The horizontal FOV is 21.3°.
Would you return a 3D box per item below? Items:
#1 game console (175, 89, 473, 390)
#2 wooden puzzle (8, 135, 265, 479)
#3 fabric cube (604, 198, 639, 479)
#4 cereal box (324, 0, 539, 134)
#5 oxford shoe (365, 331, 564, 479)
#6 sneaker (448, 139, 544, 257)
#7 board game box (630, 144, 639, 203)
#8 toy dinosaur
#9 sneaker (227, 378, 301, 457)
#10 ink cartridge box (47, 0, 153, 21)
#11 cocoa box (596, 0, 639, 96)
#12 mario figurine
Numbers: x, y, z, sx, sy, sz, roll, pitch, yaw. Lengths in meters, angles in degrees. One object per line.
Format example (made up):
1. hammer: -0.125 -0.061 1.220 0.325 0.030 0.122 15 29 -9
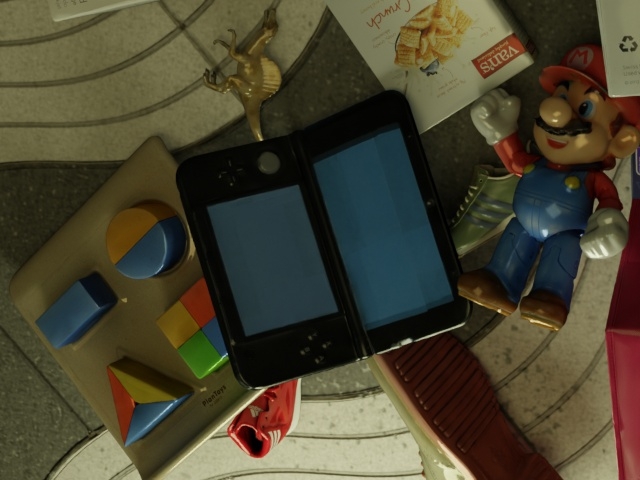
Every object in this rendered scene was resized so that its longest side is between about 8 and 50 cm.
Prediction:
1. game console: 0.000 0.000 1.998 0.173 0.250 0.293 -34 72 66
2. wooden puzzle: -0.224 0.094 2.147 0.322 0.080 0.348 -42 76 26
3. fabric cube: 0.465 0.122 1.875 0.258 0.259 0.254 0 126 18
4. cereal box: 0.118 -0.265 1.980 0.173 0.047 0.240 -32 99 25
5. oxford shoe: 0.157 0.256 2.132 0.397 0.140 0.146 55 136 1
6. sneaker: 0.200 -0.051 2.035 0.192 0.064 0.086 -30 100 18
7. board game box: 0.433 -0.022 1.993 0.136 0.035 0.201 1 111 16
8. toy dinosaur: -0.092 -0.191 2.068 0.093 0.053 0.183 10 113 11
9. sneaker: -0.065 0.177 2.165 0.087 0.128 0.221 3 113 14
10. ink cartridge box: -0.155 -0.389 1.948 0.353 0.119 0.207 -10 98 22
11. cocoa box: 0.466 -0.300 1.763 0.347 0.228 0.231 -4 112 17
12. mario figurine: 0.252 -0.072 1.904 0.198 0.170 0.320 19 86 -2
